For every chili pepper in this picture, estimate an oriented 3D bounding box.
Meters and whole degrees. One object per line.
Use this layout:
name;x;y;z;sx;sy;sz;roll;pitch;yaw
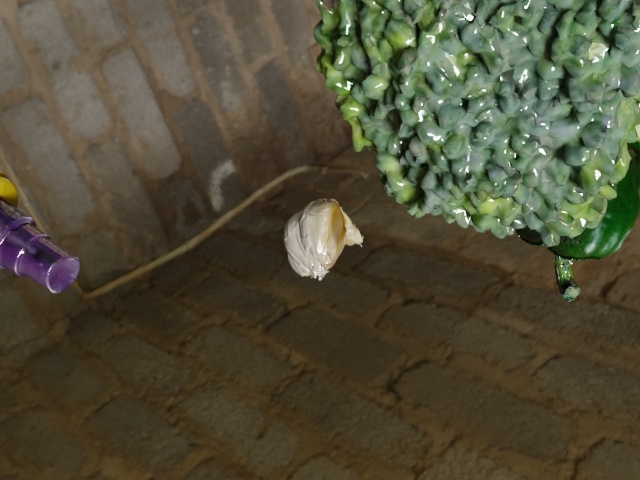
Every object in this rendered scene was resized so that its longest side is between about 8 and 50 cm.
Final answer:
chili pepper;0.354;-0.041;1.125;0.165;0.173;0.261;17;126;4

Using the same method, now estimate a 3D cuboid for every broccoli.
broccoli;0.121;-0.208;0.471;0.277;0.317;0.338;-20;119;34

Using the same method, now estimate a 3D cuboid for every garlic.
garlic;-0.004;0.002;0.906;0.074;0.094;0.113;18;146;20

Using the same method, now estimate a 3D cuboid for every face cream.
face cream;-0.292;-0.041;0.595;0.273;0.078;0.078;30;147;15
